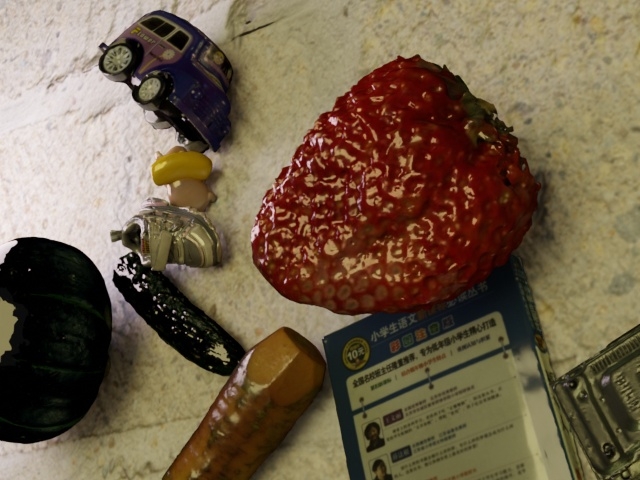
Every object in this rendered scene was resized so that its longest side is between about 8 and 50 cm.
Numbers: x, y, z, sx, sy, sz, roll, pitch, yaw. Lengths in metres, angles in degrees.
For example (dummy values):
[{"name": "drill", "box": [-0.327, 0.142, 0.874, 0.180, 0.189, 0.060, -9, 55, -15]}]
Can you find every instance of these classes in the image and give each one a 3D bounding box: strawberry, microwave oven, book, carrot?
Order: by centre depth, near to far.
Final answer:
[{"name": "microwave oven", "box": [0.372, 0.166, 1.243, 0.205, 0.129, 0.163, -38, 56, 20]}, {"name": "strawberry", "box": [0.075, -0.048, 1.421, 0.351, 0.267, 0.312, -29, 43, 1]}, {"name": "book", "box": [0.162, 0.258, 1.426, 0.300, 0.039, 0.428, -26, 60, 27]}, {"name": "carrot", "box": [-0.109, 0.256, 1.589, 0.302, 0.114, 0.114, -54, 51, 10]}]

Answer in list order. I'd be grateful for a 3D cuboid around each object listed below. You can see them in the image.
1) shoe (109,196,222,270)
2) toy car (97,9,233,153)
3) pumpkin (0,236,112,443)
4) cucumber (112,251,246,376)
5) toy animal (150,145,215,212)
[{"name": "shoe", "box": [-0.233, -0.003, 1.763, 0.180, 0.092, 0.089, 23, 128, 33]}, {"name": "toy car", "box": [-0.221, -0.252, 1.831, 0.158, 0.172, 0.235, -47, 55, -4]}, {"name": "pumpkin", "box": [-0.431, 0.157, 1.792, 0.315, 0.238, 0.315, -35, 48, 50]}, {"name": "cucumber", "box": [-0.209, 0.117, 1.735, 0.081, 0.072, 0.303, -32, 46, -21]}, {"name": "toy animal", "box": [-0.208, -0.099, 1.824, 0.091, 0.114, 0.082, -35, 18, -3]}]
